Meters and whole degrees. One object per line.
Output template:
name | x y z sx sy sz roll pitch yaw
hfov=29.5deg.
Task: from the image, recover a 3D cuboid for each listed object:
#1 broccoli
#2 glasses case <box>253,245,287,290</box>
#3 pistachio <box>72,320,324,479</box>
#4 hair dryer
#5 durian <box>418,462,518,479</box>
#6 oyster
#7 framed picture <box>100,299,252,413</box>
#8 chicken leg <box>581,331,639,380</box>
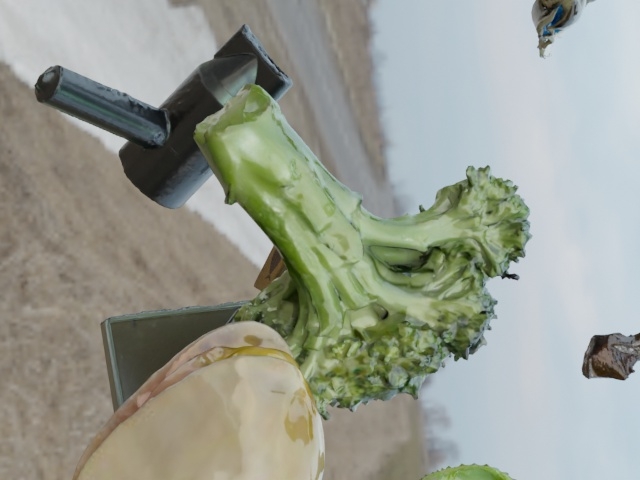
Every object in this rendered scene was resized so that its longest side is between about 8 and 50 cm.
broccoli | -0.011 0.034 1.381 0.275 0.397 0.353 24 -84 58
glasses case | -0.026 -0.003 1.638 0.170 0.041 0.065 -64 158 9
pistachio | -0.122 0.235 1.235 0.309 0.230 0.230 -57 180 7
hair dryer | -0.205 -0.183 1.520 0.302 0.244 0.116 19 31 -50
durian | 0.215 0.352 1.520 0.215 0.100 0.086 33 -47 34
oyster | 0.315 -0.317 1.519 0.214 0.083 0.223 -43 167 -33
framed picture | -0.141 0.175 1.498 0.265 0.018 0.192 -4 81 -41
chicken leg | 0.506 0.127 1.715 0.113 0.304 0.093 -123 -164 -47
